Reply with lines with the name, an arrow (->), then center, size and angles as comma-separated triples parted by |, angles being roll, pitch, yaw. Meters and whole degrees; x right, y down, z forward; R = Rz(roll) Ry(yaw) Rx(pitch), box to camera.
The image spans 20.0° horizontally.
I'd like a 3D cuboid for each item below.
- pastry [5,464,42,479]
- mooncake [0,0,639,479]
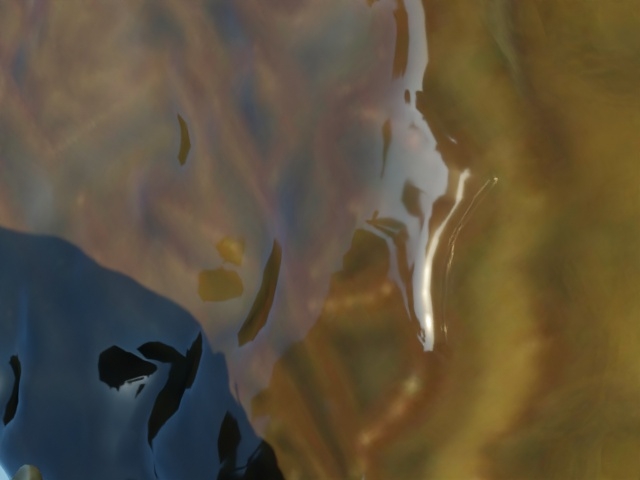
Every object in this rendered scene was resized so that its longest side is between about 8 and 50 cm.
pastry -> -0.178, 0.096, 0.400 | 0.237, 0.256, 0.170 | 124, 139, -63
mooncake -> 0.000, 0.000, 0.577 | 0.161, 0.290, 0.290 | -3, -79, -43
